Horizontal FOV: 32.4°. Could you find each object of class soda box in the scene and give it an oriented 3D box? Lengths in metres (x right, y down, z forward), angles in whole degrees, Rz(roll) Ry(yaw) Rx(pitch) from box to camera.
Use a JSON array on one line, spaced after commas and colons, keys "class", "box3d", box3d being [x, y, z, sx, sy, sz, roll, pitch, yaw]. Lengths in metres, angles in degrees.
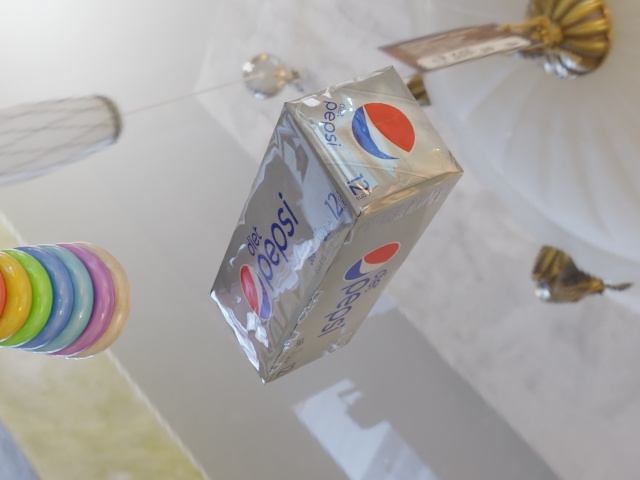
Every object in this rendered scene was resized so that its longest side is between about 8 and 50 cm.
[{"class": "soda box", "box3d": [0.000, 0.000, 0.825, 0.098, 0.091, 0.286, 58, -28, 18]}]

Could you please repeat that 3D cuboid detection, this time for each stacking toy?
[{"class": "stacking toy", "box3d": [-0.335, 0.056, 1.169, 0.141, 0.330, 0.141, -2, -97, 18]}]
